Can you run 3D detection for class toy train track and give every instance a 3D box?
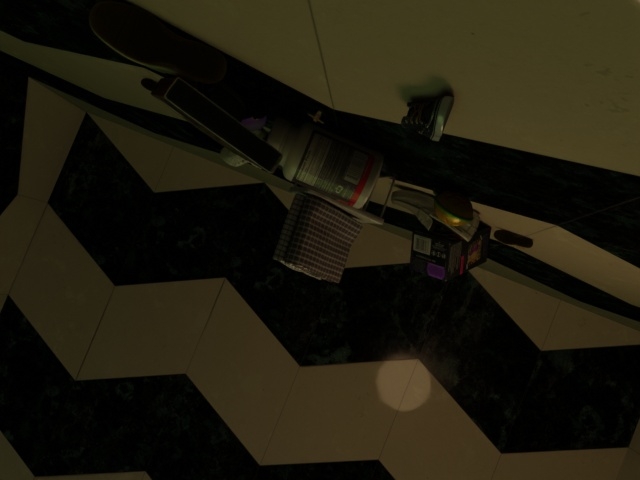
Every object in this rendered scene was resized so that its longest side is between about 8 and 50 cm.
[{"bbox_3d":[-0.006,-0.323,1.496,0.048,0.014,0.083,30,171,-6],"label":"toy train track"}]

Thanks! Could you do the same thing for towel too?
[{"bbox_3d":[0.000,0.000,1.881,0.121,0.235,0.283,10,171,41],"label":"towel"}]

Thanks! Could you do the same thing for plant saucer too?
[{"bbox_3d":[-0.285,-0.407,1.612,0.194,0.038,0.195,23,165,6],"label":"plant saucer"}]

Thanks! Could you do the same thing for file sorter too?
[{"bbox_3d":[0.077,-0.184,1.910,0.277,0.173,0.193,23,177,-21],"label":"file sorter"}]

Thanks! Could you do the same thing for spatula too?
[{"bbox_3d":[-0.182,-0.364,1.707,0.084,0.030,0.296,-14,-178,-16],"label":"spatula"}]

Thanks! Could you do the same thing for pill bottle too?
[{"bbox_3d":[0.000,-0.225,1.638,0.318,0.176,0.176,23,178,-6],"label":"pill bottle"}]

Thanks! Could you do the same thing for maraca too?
[{"bbox_3d":[0.397,-0.105,1.755,0.127,0.099,0.186,25,-157,-11],"label":"maraca"}]

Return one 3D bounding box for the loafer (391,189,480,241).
[{"bbox_3d":[0.380,-0.089,1.991,0.319,0.112,0.112,21,177,27],"label":"loafer"}]

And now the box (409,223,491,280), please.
[{"bbox_3d":[0.466,0.024,2.086,0.165,0.144,0.270,20,-153,41],"label":"box"}]

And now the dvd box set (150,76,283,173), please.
[{"bbox_3d":[-0.283,-0.308,1.517,0.307,0.062,0.420,35,-179,-24],"label":"dvd box set"}]

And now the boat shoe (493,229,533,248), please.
[{"bbox_3d":[0.675,0.001,2.048,0.135,0.050,0.045,21,172,19],"label":"boat shoe"}]

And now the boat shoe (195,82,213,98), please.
[{"bbox_3d":[-0.293,-0.404,1.490,0.038,0.046,0.125,26,145,13],"label":"boat shoe"}]

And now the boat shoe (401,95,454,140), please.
[{"bbox_3d":[0.193,-0.230,1.078,0.083,0.065,0.183,21,178,7],"label":"boat shoe"}]

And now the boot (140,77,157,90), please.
[{"bbox_3d":[-0.552,-0.515,2.002,0.106,0.037,0.114,24,-178,1],"label":"boot"}]

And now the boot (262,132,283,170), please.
[{"bbox_3d":[-0.110,-0.297,2.124,0.338,0.118,0.222,33,-178,8],"label":"boot"}]

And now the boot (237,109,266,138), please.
[{"bbox_3d":[-0.297,-0.387,1.907,0.213,0.077,0.165,14,175,18],"label":"boot"}]

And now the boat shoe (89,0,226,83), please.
[{"bbox_3d":[-0.362,-0.429,1.300,0.302,0.109,0.098,17,179,-26],"label":"boat shoe"}]

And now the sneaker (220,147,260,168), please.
[{"bbox_3d":[-0.325,-0.372,2.416,0.292,0.110,0.118,9,162,42],"label":"sneaker"}]
